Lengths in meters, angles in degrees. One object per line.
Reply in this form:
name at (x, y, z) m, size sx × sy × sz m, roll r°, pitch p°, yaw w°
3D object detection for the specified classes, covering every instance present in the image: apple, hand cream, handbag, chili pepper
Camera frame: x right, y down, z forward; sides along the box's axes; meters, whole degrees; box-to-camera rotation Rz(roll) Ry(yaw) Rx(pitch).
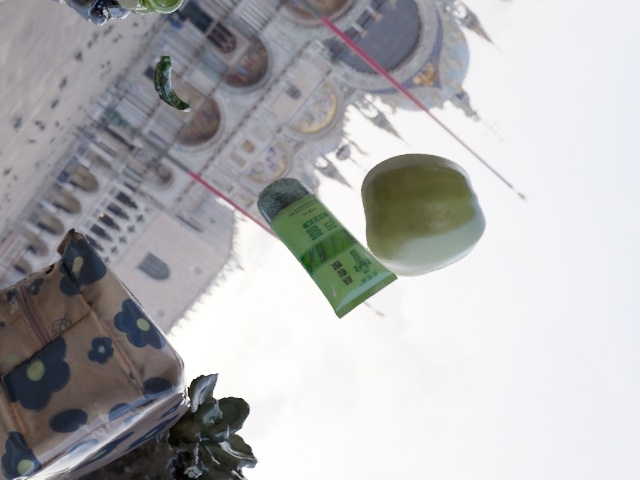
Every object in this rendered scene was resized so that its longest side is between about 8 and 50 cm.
apple at (0.206, -0.059, 1.494) m, size 0.279 × 0.279 × 0.279 m, roll -45°, pitch -160°, yaw 22°
hand cream at (0.000, 0.000, 0.799) m, size 0.095 × 0.175 × 0.046 m, roll -31°, pitch 159°, yaw -33°
handbag at (-0.248, 0.126, 0.698) m, size 0.190 × 0.193 × 0.251 m, roll -27°, pitch 167°, yaw -18°
chili pepper at (-0.301, -0.304, 1.383) m, size 0.056 × 0.117 × 0.035 m, roll -17°, pitch -171°, yaw 14°

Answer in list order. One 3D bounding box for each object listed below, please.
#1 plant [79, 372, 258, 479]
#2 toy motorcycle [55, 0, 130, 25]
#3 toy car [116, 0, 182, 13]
plant at (-0.247, 0.306, 1.000) m, size 0.312 × 0.215 × 0.213 m, roll -21°, pitch 165°, yaw -1°
toy motorcycle at (-0.429, -0.461, 1.324) m, size 0.061 × 0.194 × 0.124 m, roll 128°, pitch -33°, yaw -63°
toy car at (-0.266, -0.506, 1.169) m, size 0.235 × 0.235 × 0.145 m, roll -55°, pitch -145°, yaw -6°
